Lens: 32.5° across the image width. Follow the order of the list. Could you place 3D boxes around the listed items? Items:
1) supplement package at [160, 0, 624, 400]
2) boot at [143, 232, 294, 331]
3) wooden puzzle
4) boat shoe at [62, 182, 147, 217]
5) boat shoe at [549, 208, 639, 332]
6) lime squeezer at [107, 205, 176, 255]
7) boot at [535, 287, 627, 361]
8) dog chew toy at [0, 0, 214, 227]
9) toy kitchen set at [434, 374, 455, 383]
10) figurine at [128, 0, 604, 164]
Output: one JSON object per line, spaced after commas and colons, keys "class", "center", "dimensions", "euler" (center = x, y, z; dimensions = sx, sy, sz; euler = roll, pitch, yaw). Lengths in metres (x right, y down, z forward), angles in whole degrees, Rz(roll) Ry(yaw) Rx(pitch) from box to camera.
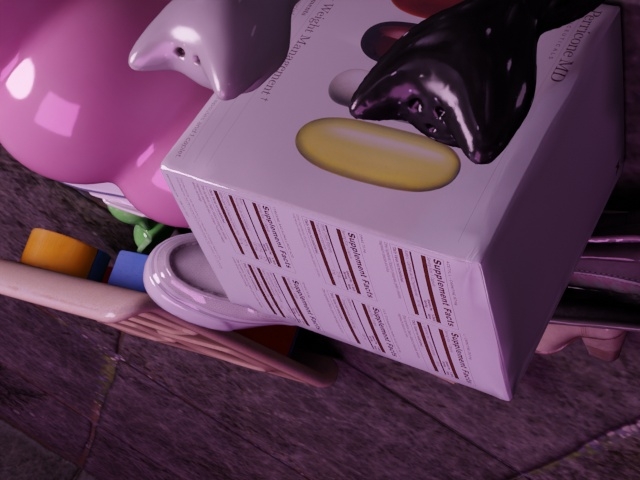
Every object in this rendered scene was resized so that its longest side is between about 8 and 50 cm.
{"class": "supplement package", "center": [0.054, -0.045, 0.671], "dimensions": [0.203, 0.194, 0.149], "euler": [17, 151, 27]}
{"class": "boot", "center": [-0.013, 0.020, 0.928], "dimensions": [0.258, 0.095, 0.123], "euler": [7, 150, -15]}
{"class": "wooden puzzle", "center": [-0.189, 0.065, 1.198], "dimensions": [0.322, 0.080, 0.348], "euler": [10, 170, 38]}
{"class": "boat shoe", "center": [-0.169, -0.059, 1.007], "dimensions": [0.258, 0.095, 0.084], "euler": [21, 150, 21]}
{"class": "boat shoe", "center": [0.205, 0.029, 0.749], "dimensions": [0.335, 0.095, 0.112], "euler": [6, 144, 42]}
{"class": "lime squeezer", "center": [-0.197, -0.029, 1.136], "dimensions": [0.110, 0.059, 0.310], "euler": [15, 150, 30]}
{"class": "boot", "center": [0.192, 0.054, 0.879], "dimensions": [0.118, 0.042, 0.087], "euler": [11, 141, 34]}
{"class": "dog chew toy", "center": [-0.161, -0.135, 0.737], "dimensions": [0.332, 0.206, 0.206], "euler": [39, 153, -12]}
{"class": "toy kitchen set", "center": [0.129, 0.114, 1.012], "dimensions": [0.083, 0.068, 0.075], "euler": [24, 153, 17]}
{"class": "figurine", "center": [0.034, -0.132, 0.524], "dimensions": [0.215, 0.209, 0.092], "euler": [15, 149, 31]}
